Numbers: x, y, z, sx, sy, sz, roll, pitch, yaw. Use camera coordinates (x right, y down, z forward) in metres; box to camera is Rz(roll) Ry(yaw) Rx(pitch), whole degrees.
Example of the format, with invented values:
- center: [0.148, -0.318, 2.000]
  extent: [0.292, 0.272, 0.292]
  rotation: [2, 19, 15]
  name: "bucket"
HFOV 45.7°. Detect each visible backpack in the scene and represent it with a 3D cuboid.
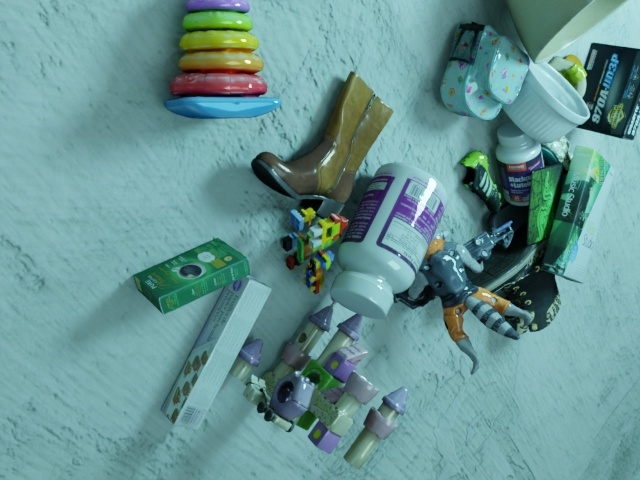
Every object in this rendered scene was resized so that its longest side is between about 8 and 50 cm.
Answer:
- center: [0.354, -0.357, 1.656]
  extent: [0.166, 0.144, 0.188]
  rotation: [18, 99, -46]
  name: "backpack"

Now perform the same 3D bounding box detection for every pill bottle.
- center: [0.486, -0.189, 1.849]
  extent: [0.108, 0.108, 0.193]
  rotation: [-36, 126, -21]
  name: "pill bottle"
- center: [0.136, 0.003, 1.571]
  extent: [0.169, 0.169, 0.301]
  rotation: [45, 63, -40]
  name: "pill bottle"

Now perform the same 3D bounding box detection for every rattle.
- center: [0.571, -0.363, 1.896]
  extent: [0.130, 0.142, 0.199]
  rotation: [15, 118, -9]
  name: "rattle"

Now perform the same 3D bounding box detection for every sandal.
- center: [0.520, -0.087, 1.956]
  extent: [0.255, 0.054, 0.097]
  rotation: [-25, 101, -24]
  name: "sandal"

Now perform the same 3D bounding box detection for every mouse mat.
- center: [0.550, -0.090, 1.860]
  extent: [0.153, 0.007, 0.189]
  rotation: [-16, 114, -42]
  name: "mouse mat"

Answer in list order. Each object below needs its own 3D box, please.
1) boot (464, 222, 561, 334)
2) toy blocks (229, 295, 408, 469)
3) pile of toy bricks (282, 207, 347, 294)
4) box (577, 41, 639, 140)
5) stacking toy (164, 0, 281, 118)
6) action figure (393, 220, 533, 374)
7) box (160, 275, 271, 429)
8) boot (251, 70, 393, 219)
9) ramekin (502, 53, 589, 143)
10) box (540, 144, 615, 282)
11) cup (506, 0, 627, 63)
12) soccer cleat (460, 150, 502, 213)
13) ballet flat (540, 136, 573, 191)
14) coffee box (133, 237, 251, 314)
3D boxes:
- center: [0.500, 0.128, 1.979]
  extent: [0.377, 0.138, 0.284]
  rotation: [-36, 127, -30]
  name: "boot"
- center: [0.010, 0.254, 1.551]
  extent: [0.309, 0.289, 0.260]
  rotation: [38, 87, -38]
  name: "toy blocks"
- center: [0.000, 0.000, 1.519]
  extent: [0.105, 0.118, 0.212]
  rotation: [-28, 146, -24]
  name: "pile of toy bricks"
- center: [0.738, -0.378, 1.922]
  extent: [0.051, 0.175, 0.220]
  rotation: [5, 106, -40]
  name: "box"
- center: [-0.170, -0.354, 1.260]
  extent: [0.175, 0.166, 0.301]
  rotation: [-5, 100, -24]
  name: "stacking toy"
- center: [0.348, 0.082, 1.738]
  extent: [0.341, 0.330, 0.178]
  rotation: [-39, 171, -5]
  name: "action figure"
- center: [-0.207, 0.218, 1.509]
  extent: [0.067, 0.063, 0.324]
  rotation: [26, 92, -43]
  name: "box"
- center: [0.014, -0.200, 1.486]
  extent: [0.264, 0.096, 0.280]
  rotation: [29, 88, -41]
  name: "boot"
- center: [0.506, -0.319, 1.752]
  extent: [0.207, 0.207, 0.109]
  rotation: [12, 134, -40]
  name: "ramekin"
- center: [0.663, -0.059, 1.945]
  extent: [0.232, 0.059, 0.321]
  rotation: [14, 90, -56]
  name: "box"
- center: [0.515, -0.571, 1.598]
  extent: [0.331, 0.331, 0.237]
  rotation: [-32, 81, -24]
  name: "cup"
- center: [0.384, -0.133, 1.833]
  extent: [0.072, 0.060, 0.178]
  rotation: [-33, 120, -11]
  name: "soccer cleat"
- center: [0.619, -0.207, 1.944]
  extent: [0.077, 0.091, 0.241]
  rotation: [-54, 144, -6]
  name: "ballet flat"
- center: [-0.235, 0.062, 1.392]
  extent: [0.184, 0.113, 0.040]
  rotation: [-26, 125, -29]
  name: "coffee box"
